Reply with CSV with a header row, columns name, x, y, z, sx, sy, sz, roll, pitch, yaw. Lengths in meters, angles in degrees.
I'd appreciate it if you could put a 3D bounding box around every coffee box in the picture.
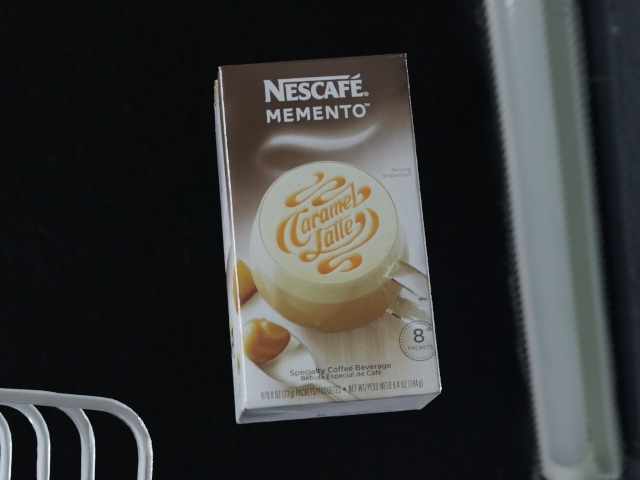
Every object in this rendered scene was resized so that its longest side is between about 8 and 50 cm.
name,x,y,z,sx,sy,sz,roll,pitch,yaw
coffee box,0.000,0.000,1.181,0.141,0.098,0.246,-5,-102,-6

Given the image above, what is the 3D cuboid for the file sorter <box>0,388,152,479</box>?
name,x,y,z,sx,sy,sz,roll,pitch,yaw
file sorter,-0.230,0.164,0.885,0.193,0.278,0.173,8,-99,-31
